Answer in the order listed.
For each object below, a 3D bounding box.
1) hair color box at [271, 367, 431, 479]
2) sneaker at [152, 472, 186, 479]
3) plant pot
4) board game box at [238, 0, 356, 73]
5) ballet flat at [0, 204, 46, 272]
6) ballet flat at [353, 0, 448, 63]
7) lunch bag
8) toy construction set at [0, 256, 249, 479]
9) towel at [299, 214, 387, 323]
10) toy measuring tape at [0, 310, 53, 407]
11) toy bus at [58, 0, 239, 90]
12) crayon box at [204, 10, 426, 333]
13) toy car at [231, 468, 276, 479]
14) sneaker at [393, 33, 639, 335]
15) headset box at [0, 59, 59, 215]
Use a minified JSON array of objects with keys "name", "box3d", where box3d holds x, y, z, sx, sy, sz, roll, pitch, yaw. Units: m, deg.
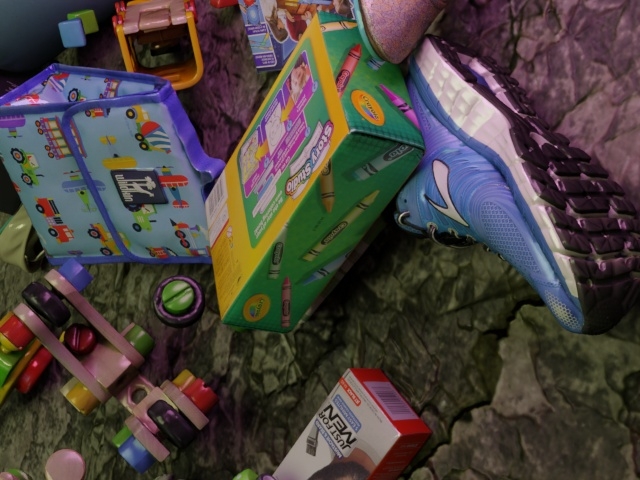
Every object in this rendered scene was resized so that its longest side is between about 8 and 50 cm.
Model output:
[{"name":"hair color box","box3d":[0.024,0.217,0.994,0.093,0.053,0.167,49,117,36]},{"name":"sneaker","box3d":[-0.205,0.327,1.174,0.292,0.110,0.118,0,50,53]},{"name":"plant pot","box3d":[-0.361,-0.400,1.321,0.235,0.293,0.293,-20,69,25]},{"name":"board game box","box3d":[-0.007,-0.254,1.074,0.201,0.035,0.136,4,116,44]},{"name":"ballet flat","box3d":[-0.372,-0.050,1.412,0.248,0.086,0.086,-51,52,27]},{"name":"ballet flat","box3d":[0.094,-0.297,0.931,0.106,0.107,0.316,-16,50,27]},{"name":"lunch bag","box3d":[-0.221,-0.084,1.180,0.293,0.138,0.221,5,126,36]},{"name":"toy construction set","box3d":[-0.240,0.196,1.154,0.257,0.237,0.309,18,68,3]},{"name":"towel","box3d":[0.000,0.000,1.080,0.152,0.023,0.113,-50,55,23]},{"name":"toy measuring tape","box3d":[-0.458,0.187,1.443,0.330,0.121,0.121,-49,51,48]},{"name":"toy bus","box3d":[-0.196,-0.244,1.243,0.191,0.202,0.104,10,120,37]},{"name":"crayon box","box3d":[-0.018,-0.058,0.973,0.278,0.081,0.165,-54,36,39]},{"name":"toy car","box3d":[-0.010,0.310,0.949,0.225,0.053,0.239,39,111,12]},{"name":"sneaker","box3d":[0.153,-0.035,0.881,0.147,0.130,0.330,-58,41,29]},{"name":"headset box","box3d":[-0.496,-0.187,1.368,0.131,0.246,0.283,-54,30,23]}]
